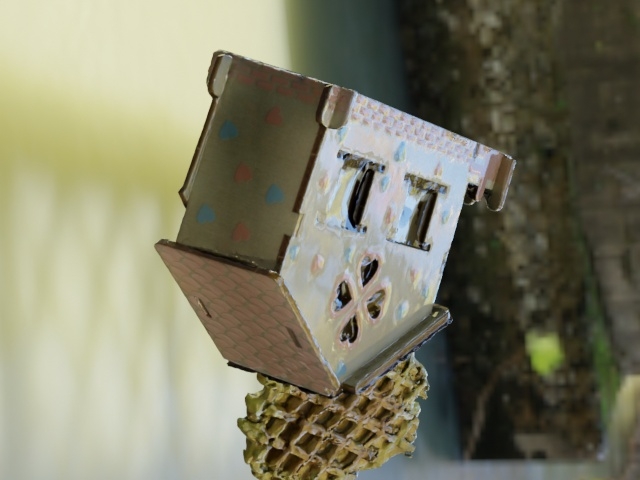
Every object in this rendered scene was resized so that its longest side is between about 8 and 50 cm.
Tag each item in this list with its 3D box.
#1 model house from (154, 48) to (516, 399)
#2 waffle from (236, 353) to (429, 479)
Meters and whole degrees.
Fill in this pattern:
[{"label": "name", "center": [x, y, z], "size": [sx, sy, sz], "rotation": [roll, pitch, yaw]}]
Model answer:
[{"label": "model house", "center": [0.000, 0.000, 1.349], "size": [0.326, 0.169, 0.244], "rotation": [14, 89, -57]}, {"label": "waffle", "center": [0.017, 0.200, 1.927], "size": [0.052, 0.245, 0.254], "rotation": [51, -26, 43]}]
